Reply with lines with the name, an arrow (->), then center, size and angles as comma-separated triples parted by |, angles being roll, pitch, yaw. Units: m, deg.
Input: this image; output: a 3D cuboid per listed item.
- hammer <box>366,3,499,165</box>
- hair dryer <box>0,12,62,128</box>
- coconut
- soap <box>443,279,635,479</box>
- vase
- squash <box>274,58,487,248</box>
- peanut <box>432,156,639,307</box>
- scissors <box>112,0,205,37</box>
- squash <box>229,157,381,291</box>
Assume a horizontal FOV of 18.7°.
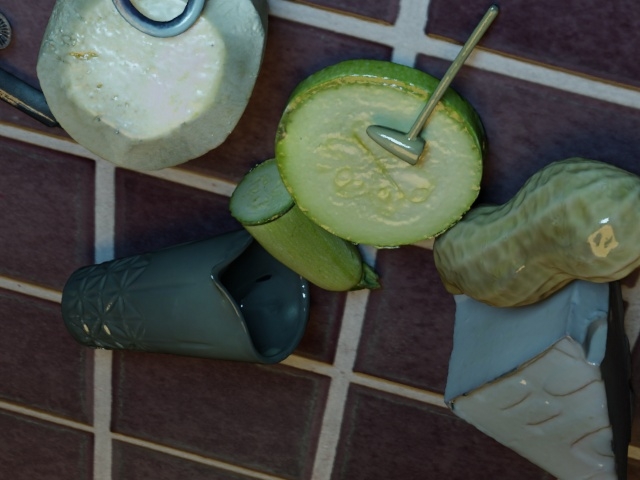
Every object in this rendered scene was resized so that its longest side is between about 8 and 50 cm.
hammer -> 0.113, -0.160, 1.891 | 0.060, 0.028, 0.195 | 31, 122, -3
hair dryer -> -0.349, -0.159, 2.112 | 0.173, 0.050, 0.195 | -16, 136, 41
coconut -> -0.158, -0.184, 1.855 | 0.241, 0.241, 0.241 | 11, 144, 9
soap -> 0.313, 0.149, 2.148 | 0.302, 0.159, 0.258 | 31, 140, -20
vase -> -0.152, 0.072, 2.262 | 0.300, 0.156, 0.251 | -5, 164, 36
squash -> 0.058, -0.085, 1.990 | 0.219, 0.041, 0.219 | 4, 129, 5
peanut -> 0.225, -0.007, 1.997 | 0.120, 0.136, 0.298 | 27, 149, -32
scissors -> -0.187, -0.375, 1.651 | 0.383, 0.029, 0.256 | 41, 94, -22
squash -> 0.000, 0.000, 2.151 | 0.094, 0.094, 0.224 | -11, 143, 33
